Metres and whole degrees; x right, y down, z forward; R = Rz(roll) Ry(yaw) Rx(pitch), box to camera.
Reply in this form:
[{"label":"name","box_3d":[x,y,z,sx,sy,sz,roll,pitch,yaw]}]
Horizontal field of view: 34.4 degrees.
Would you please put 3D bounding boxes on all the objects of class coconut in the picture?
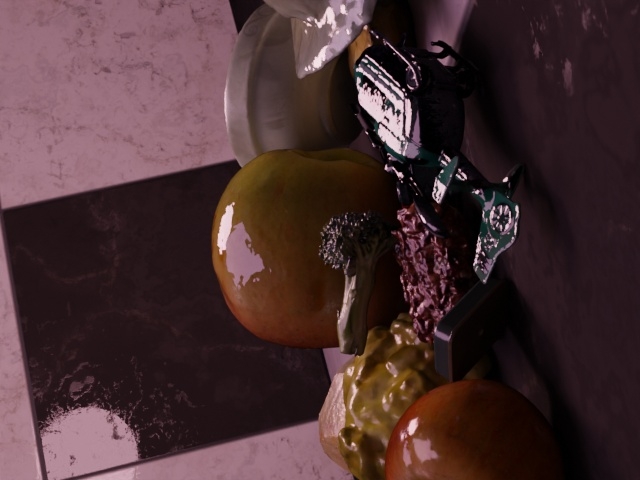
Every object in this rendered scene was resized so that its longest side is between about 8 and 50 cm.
[{"label":"coconut","box_3d":[0.110,0.311,1.904,0.197,0.237,0.237,29,152,19]}]

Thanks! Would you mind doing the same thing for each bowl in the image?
[{"label":"bowl","box_3d":[-0.022,-0.247,1.739,0.307,0.163,0.307,-26,-60,-58]}]

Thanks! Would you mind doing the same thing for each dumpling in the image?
[{"label":"dumpling","box_3d":[-0.019,-0.379,1.350,0.212,0.270,0.320,40,-141,-14]}]

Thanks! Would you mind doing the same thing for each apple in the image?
[{"label":"apple","box_3d":[0.185,0.265,1.197,0.210,0.173,0.234,26,131,23]},{"label":"apple","box_3d":[0.000,0.000,1.611,0.338,0.339,0.305,-131,33,-76]}]

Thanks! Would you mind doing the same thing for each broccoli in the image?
[{"label":"broccoli","box_3d":[0.046,0.058,1.397,0.122,0.118,0.204,24,113,59]}]

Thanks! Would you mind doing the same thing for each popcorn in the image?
[{"label":"popcorn","box_3d":[0.138,0.234,1.465,0.250,0.235,0.242,-68,23,3]}]

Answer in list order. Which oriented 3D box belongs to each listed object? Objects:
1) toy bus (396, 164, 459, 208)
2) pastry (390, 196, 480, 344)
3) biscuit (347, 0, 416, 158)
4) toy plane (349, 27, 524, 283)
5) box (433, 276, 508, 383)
[{"label":"toy bus","box_3d":[0.130,-0.131,1.376,0.089,0.081,0.195,-92,-9,-74]},{"label":"pastry","box_3d":[0.157,0.043,1.327,0.097,0.115,0.208,-22,-80,-58]},{"label":"biscuit","box_3d":[0.081,-0.280,1.528,0.329,0.078,0.335,82,172,-53]},{"label":"toy plane","box_3d":[0.122,-0.119,1.163,0.381,0.106,0.155,53,133,44]},{"label":"box","box_3d":[0.180,0.104,1.233,0.031,0.126,0.091,23,139,33]}]
